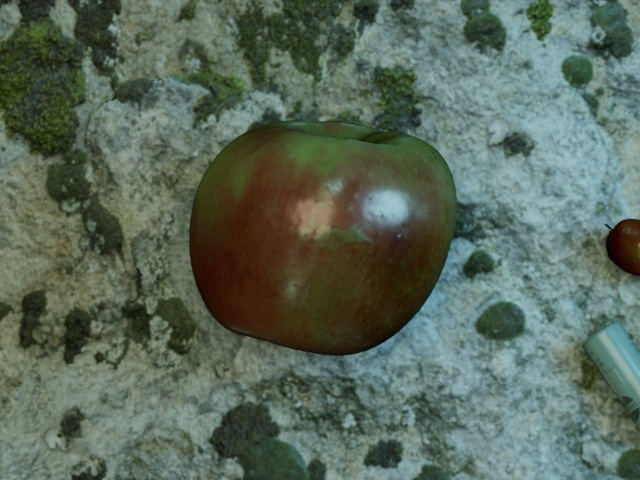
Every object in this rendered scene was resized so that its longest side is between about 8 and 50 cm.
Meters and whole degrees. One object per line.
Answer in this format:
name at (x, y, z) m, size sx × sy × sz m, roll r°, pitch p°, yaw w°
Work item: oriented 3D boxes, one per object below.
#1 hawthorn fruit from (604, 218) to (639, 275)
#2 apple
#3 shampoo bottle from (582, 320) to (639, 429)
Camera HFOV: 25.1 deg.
hawthorn fruit at (0.387, 0.009, 1.755) m, size 0.077 × 0.077 × 0.077 m, roll -2°, pitch 80°, yaw 14°
apple at (0.000, 0.000, 1.732) m, size 0.319 × 0.319 × 0.277 m, roll 9°, pitch 101°, yaw 15°
shampoo bottle at (0.392, 0.191, 1.729) m, size 0.056 × 0.056 × 0.195 m, roll -35°, pitch 74°, yaw 6°
